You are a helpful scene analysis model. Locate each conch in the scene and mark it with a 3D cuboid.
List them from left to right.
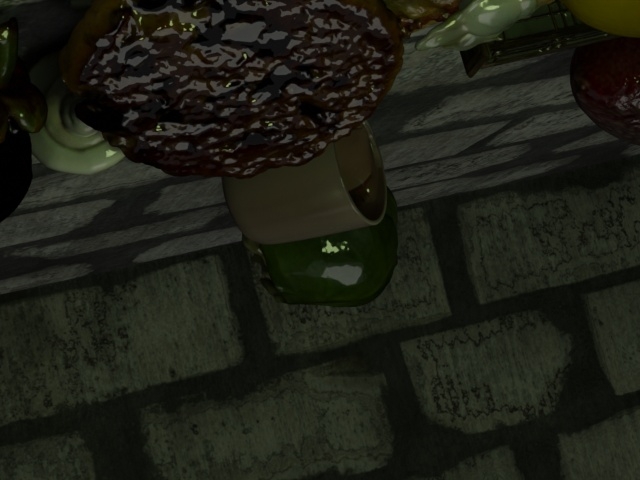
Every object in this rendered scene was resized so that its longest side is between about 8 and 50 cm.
[{"bbox_3d":[-0.246,-0.152,1.336,0.158,0.127,0.255,-11,-161,-12],"label":"conch"}]

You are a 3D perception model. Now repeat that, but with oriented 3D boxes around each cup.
[{"bbox_3d":[-0.021,-0.111,1.921,0.200,0.191,0.253,-14,-153,24],"label":"cup"}]

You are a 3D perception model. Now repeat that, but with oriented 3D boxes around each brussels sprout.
[{"bbox_3d":[0.000,0.000,2.414,0.315,0.276,0.371,-10,174,-12],"label":"brussels sprout"}]

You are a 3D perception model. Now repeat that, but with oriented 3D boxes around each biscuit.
[{"bbox_3d":[-0.085,-0.170,1.193,0.334,0.081,0.289,18,136,-42],"label":"biscuit"}]

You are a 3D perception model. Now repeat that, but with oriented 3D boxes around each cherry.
[{"bbox_3d":[0.470,-0.234,1.756,0.300,0.203,0.230,-1,175,-32],"label":"cherry"}]

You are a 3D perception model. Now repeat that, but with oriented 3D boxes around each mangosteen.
[{"bbox_3d":[-0.336,-0.108,1.161,0.230,0.194,0.194,-43,167,13],"label":"mangosteen"}]

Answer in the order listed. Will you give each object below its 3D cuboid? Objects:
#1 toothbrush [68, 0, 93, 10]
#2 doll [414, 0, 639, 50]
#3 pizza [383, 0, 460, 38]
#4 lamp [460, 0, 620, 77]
[{"bbox_3d":[-0.104,-0.234,1.224,0.307,0.029,0.025,-7,-175,-36],"label":"toothbrush"},{"bbox_3d":[0.266,-0.264,1.042,0.348,0.161,0.423,-18,165,-20],"label":"doll"},{"bbox_3d":[0.113,-0.260,1.223,0.229,0.081,0.289,-11,173,-36],"label":"pizza"},{"bbox_3d":[0.325,-0.281,1.515,0.325,0.089,0.090,-14,173,-12],"label":"lamp"}]
